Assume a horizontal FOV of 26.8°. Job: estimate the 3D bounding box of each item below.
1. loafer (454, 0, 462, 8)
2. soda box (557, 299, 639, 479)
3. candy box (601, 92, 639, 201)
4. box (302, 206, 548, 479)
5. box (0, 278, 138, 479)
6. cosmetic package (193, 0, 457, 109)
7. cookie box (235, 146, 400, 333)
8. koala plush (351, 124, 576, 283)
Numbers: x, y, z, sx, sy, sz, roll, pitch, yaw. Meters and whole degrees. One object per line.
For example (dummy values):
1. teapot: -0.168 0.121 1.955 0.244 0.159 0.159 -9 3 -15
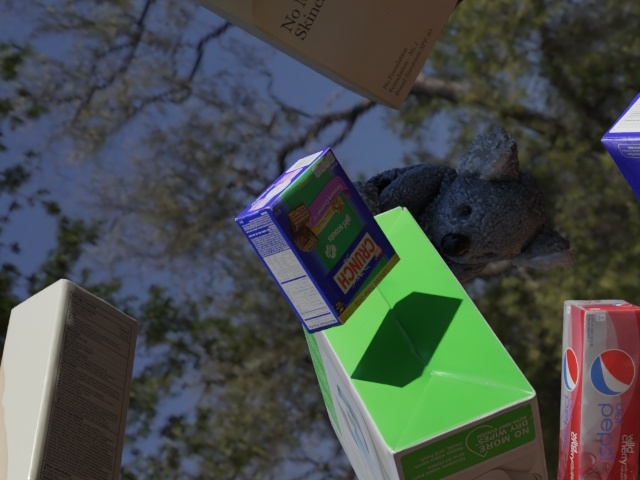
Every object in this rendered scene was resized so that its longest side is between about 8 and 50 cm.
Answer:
1. loafer: 0.158 -0.331 1.814 0.148 0.050 0.056 -56 -32 -12
2. soda box: 0.385 0.216 1.847 0.083 0.092 0.263 -146 56 -78
3. candy box: 0.554 -0.046 1.729 0.122 0.268 0.317 -45 -65 -21
4. box: 0.087 0.144 1.135 0.127 0.262 0.231 -21 -50 -8
5. box: -0.346 0.225 1.791 0.148 0.121 0.311 36 -139 -35
6. cosmetic package: -0.018 -0.274 1.388 0.309 0.113 0.160 24 -85 -37
7. cookie box: 0.000 0.000 1.013 0.107 0.040 0.092 57 -134 -15
8. koala plush: 0.154 -0.022 1.451 0.203 0.221 0.196 -37 -79 -45
